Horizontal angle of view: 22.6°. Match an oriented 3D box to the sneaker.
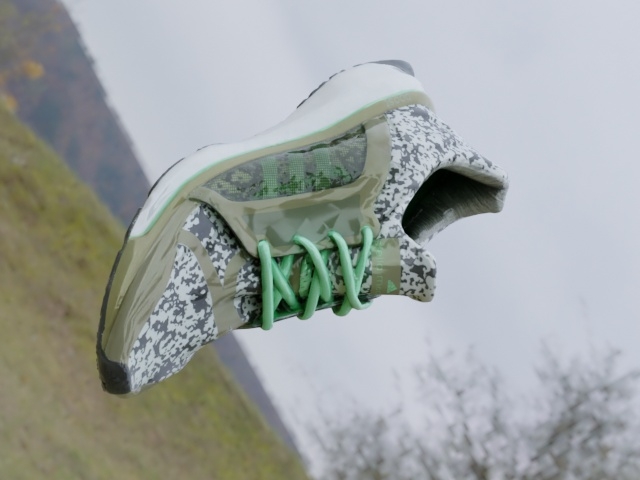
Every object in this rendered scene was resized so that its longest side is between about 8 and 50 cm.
[{"bbox_3d":[0.000,0.000,1.242,0.182,0.410,0.158,29,-39,29],"label":"sneaker"}]
